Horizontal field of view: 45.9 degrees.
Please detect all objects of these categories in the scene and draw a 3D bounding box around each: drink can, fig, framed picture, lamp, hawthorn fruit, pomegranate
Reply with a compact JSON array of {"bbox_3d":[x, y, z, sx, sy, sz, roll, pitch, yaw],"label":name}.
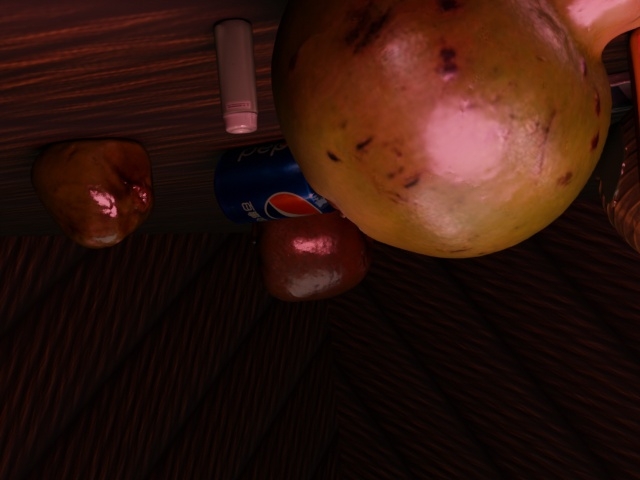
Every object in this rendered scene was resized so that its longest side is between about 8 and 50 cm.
[{"bbox_3d":[-0.053,-0.091,1.126,0.204,0.118,0.118,-8,177,29],"label":"drink can"},{"bbox_3d":[-0.305,-0.075,1.016,0.165,0.154,0.144,26,-168,-3],"label":"fig"},{"bbox_3d":[0.338,-0.179,0.973,0.150,0.015,0.203,-7,177,28],"label":"framed picture"},{"bbox_3d":[0.465,-0.058,0.916,0.250,0.285,0.250,5,150,3],"label":"lamp"},{"bbox_3d":[0.000,0.000,1.669,0.300,0.268,0.268,-7,178,6],"label":"hawthorn fruit"},{"bbox_3d":[0.075,-0.099,0.419,0.240,0.190,0.159,-5,153,42],"label":"pomegranate"}]

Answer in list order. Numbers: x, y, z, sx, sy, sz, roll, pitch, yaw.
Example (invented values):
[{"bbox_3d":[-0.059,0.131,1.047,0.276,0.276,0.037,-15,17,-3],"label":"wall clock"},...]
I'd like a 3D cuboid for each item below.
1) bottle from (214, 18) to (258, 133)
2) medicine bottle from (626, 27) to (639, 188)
[{"bbox_3d":[-0.064,-0.126,0.583,0.030,0.083,0.030,-5,178,0],"label":"bottle"},{"bbox_3d":[0.353,-0.086,0.702,0.111,0.222,0.149,-6,177,23],"label":"medicine bottle"}]
